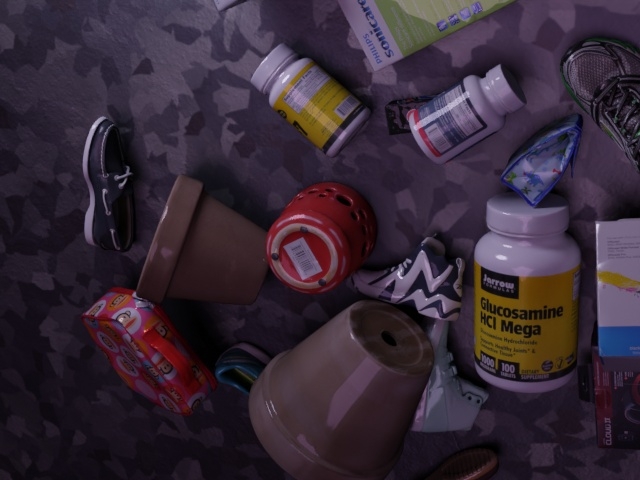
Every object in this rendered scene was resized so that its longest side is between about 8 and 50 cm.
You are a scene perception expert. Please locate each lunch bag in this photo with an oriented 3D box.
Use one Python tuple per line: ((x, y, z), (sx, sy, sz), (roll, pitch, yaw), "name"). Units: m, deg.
((0.396, -0.148, 1.531), (0.096, 0.129, 0.151), (38, 116, 1), "lunch bag")
((-0.357, 0.238, 1.889), (0.258, 0.120, 0.293), (1, 130, 53), "lunch bag")

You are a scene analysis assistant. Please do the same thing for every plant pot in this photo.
((-0.220, 0.025, 1.781), (0.229, 0.263, 0.263), (20, 117, -9), "plant pot")
((0.000, 0.000, 1.711), (0.191, 0.174, 0.191), (6, 111, 16), "plant pot")
((0.064, 0.273, 1.699), (0.323, 0.323, 0.280), (35, 122, 4), "plant pot")

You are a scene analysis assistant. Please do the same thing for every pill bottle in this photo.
((0.251, -0.217, 1.508), (0.180, 0.108, 0.108), (-31, 97, 26), "pill bottle")
((-0.019, -0.261, 1.644), (0.208, 0.119, 0.119), (41, 118, 1), "pill bottle")
((0.370, 0.089, 1.600), (0.188, 0.188, 0.333), (3, 111, 19), "pill bottle")

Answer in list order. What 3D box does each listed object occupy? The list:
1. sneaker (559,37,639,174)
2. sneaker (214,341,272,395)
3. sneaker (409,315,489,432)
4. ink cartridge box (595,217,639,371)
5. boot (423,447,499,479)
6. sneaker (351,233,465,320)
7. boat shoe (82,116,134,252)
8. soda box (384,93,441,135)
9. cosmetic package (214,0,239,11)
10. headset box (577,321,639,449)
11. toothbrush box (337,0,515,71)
((0.532, -0.198, 1.453), (0.343, 0.146, 0.134), (43, 118, 0), "sneaker")
((-0.103, 0.324, 1.909), (0.275, 0.110, 0.107), (24, 116, 9), "sneaker")
((0.263, 0.260, 1.776), (0.151, 0.094, 0.255), (6, 98, -10), "sneaker")
((0.554, 0.094, 1.490), (0.168, 0.171, 0.232), (-3, 73, 20), "ink cartridge box")
((0.323, 0.557, 1.878), (0.248, 0.090, 0.207), (-37, 107, 27), "boot")
((0.177, 0.053, 1.719), (0.235, 0.094, 0.153), (18, 93, 39), "sneaker")
((-0.433, -0.113, 1.863), (0.091, 0.114, 0.302), (17, 127, 14), "boat shoe")
((0.205, -0.233, 1.610), (0.169, 0.053, 0.060), (-5, 108, 21), "soda box")
((-0.126, -0.538, 1.507), (0.225, 0.138, 0.224), (-2, 115, 63), "cosmetic package")
((0.621, 0.266, 1.622), (0.293, 0.110, 0.218), (-3, 109, 21), "headset box")
((0.176, -0.446, 1.494), (0.283, 0.122, 0.206), (-24, 105, 25), "toothbrush box")
